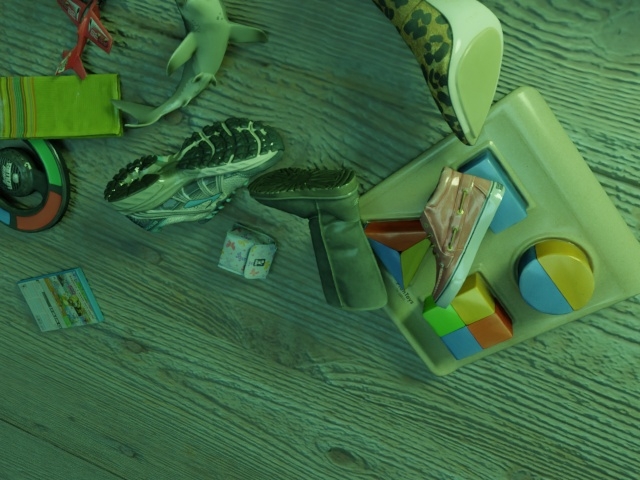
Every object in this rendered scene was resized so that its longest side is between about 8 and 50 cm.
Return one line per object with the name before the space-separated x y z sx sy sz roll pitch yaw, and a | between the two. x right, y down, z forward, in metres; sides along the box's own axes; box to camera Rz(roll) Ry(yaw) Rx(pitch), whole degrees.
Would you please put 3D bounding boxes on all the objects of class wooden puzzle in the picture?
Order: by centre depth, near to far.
wooden puzzle | 0.224 0.019 0.664 0.347 0.080 0.322 -34 97 25

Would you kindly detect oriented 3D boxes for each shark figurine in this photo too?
shark figurine | -0.196 -0.276 0.684 0.278 0.166 0.116 -44 68 43

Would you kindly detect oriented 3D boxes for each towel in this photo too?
towel | -0.441 -0.219 0.777 0.236 0.021 0.102 1 101 8

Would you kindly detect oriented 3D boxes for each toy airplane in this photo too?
toy airplane | -0.369 -0.317 0.733 0.151 0.028 0.152 2 95 25

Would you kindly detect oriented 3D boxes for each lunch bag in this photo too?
lunch bag | -0.119 0.021 0.782 0.083 0.053 0.071 21 116 -2

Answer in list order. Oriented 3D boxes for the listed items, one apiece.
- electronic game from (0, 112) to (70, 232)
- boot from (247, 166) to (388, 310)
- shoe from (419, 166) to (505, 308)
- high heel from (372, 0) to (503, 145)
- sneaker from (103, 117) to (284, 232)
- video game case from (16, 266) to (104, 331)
electronic game | -0.554 -0.123 0.857 0.229 0.048 0.230 5 111 14
boot | -0.002 0.001 0.689 0.189 0.076 0.209 10 134 34
shoe | 0.160 -0.003 0.605 0.081 0.063 0.178 22 113 11
high heel | 0.124 -0.251 0.587 0.186 0.093 0.262 31 145 53
sneaker | -0.182 -0.095 0.744 0.282 0.110 0.122 -18 140 9
video game case | -0.531 0.123 0.963 0.166 0.015 0.119 -11 106 20
